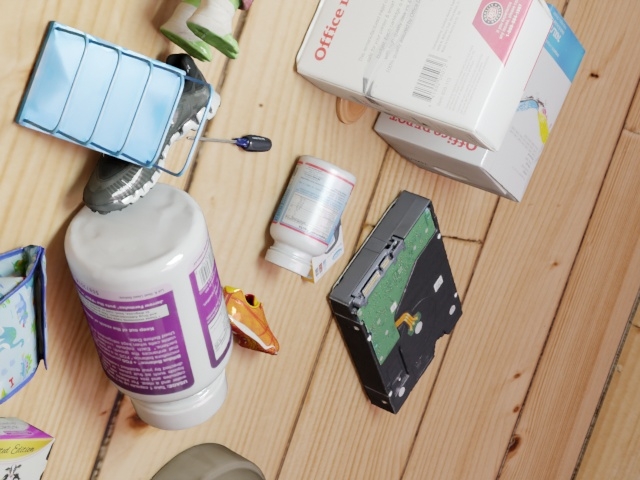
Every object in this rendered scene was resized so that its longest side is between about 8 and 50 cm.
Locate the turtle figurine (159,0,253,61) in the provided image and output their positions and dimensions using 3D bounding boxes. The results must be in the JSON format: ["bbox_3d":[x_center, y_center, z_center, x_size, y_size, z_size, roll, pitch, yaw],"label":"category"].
[{"bbox_3d":[-0.050,-0.318,1.818,0.266,0.198,0.274,-59,147,-12],"label":"turtle figurine"}]

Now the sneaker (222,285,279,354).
[{"bbox_3d":[-0.094,0.116,2.181,0.067,0.064,0.175,-70,156,-18],"label":"sneaker"}]

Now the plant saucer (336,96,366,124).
[{"bbox_3d":[0.052,-0.209,2.253,0.083,0.013,0.083,-39,141,-41],"label":"plant saucer"}]

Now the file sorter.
[{"bbox_3d":[-0.219,-0.149,1.673,0.170,0.104,0.118,18,94,-35],"label":"file sorter"}]

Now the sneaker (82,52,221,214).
[{"bbox_3d":[-0.210,-0.134,1.802,0.234,0.078,0.106,-51,141,-30],"label":"sneaker"}]

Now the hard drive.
[{"bbox_3d":[0.129,0.107,2.550,0.237,0.064,0.339,-55,149,-23],"label":"hard drive"}]

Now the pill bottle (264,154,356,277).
[{"bbox_3d":[-0.018,-0.033,2.178,0.087,0.087,0.160,27,86,-61],"label":"pill bottle"}]

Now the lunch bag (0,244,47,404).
[{"bbox_3d":[-0.348,0.089,1.704,0.151,0.096,0.129,-47,145,-59],"label":"lunch bag"}]

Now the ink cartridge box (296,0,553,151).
[{"bbox_3d":[0.140,-0.267,2.086,0.207,0.283,0.117,-67,155,-2],"label":"ink cartridge box"}]

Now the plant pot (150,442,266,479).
[{"bbox_3d":[-0.104,0.486,2.191,0.323,0.280,0.323,-38,138,-44],"label":"plant pot"}]

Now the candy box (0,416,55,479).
[{"bbox_3d":[-0.411,0.322,1.768,0.159,0.071,0.233,9,101,-60],"label":"candy box"}]

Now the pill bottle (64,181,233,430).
[{"bbox_3d":[-0.198,0.089,1.872,0.169,0.169,0.301,-47,145,-33],"label":"pill bottle"}]

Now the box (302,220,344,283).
[{"bbox_3d":[0.000,0.000,2.295,0.081,0.028,0.136,-46,143,-35],"label":"box"}]

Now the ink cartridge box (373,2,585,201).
[{"bbox_3d":[0.248,-0.232,2.381,0.270,0.198,0.197,-66,152,-5],"label":"ink cartridge box"}]

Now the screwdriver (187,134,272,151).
[{"bbox_3d":[-0.120,-0.133,2.014,0.170,0.024,0.025,8,73,-54],"label":"screwdriver"}]
